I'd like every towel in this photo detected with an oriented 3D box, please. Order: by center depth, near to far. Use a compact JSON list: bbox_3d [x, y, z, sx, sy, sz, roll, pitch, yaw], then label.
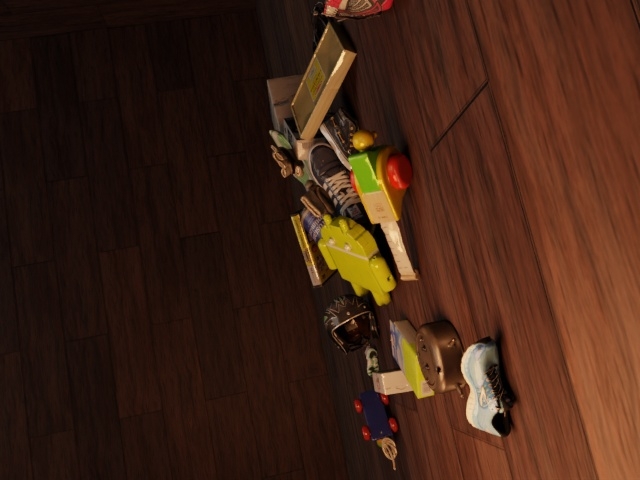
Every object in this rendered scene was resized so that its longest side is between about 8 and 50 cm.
[{"bbox_3d":[-0.038,-0.218,1.762,0.325,0.038,0.248,47,172,37],"label":"towel"}]

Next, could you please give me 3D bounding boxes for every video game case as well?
[{"bbox_3d":[0.000,0.000,1.805,0.275,0.035,0.248,-37,-69,-65],"label":"video game case"}]

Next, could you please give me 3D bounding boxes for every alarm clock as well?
[{"bbox_3d":[0.216,0.215,1.013,0.192,0.064,0.129,-144,44,-84],"label":"alarm clock"}]

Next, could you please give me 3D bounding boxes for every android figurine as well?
[{"bbox_3d":[0.086,0.045,1.346,0.248,0.056,0.273,22,146,50],"label":"android figurine"}]

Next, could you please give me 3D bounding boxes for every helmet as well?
[{"bbox_3d":[0.088,0.240,1.609,0.162,0.169,0.169,64,176,-12],"label":"helmet"}]

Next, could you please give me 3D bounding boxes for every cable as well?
[{"bbox_3d":[0.009,-0.585,1.562,0.184,0.047,0.151,101,152,-64],"label":"cable"}]

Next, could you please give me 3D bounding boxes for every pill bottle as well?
[{"bbox_3d":[0.041,-0.021,1.599,0.219,0.122,0.123,52,159,28],"label":"pill bottle"}]

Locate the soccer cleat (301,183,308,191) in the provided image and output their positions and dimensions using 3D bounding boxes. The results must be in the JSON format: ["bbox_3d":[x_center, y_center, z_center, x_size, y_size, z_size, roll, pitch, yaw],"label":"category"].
[{"bbox_3d":[0.001,-0.177,1.997,0.116,0.108,0.318,-9,89,62],"label":"soccer cleat"}]

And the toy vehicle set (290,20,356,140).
[{"bbox_3d":[-0.001,-0.418,1.415,0.267,0.035,0.166,-59,33,37],"label":"toy vehicle set"}]

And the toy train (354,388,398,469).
[{"bbox_3d":[0.186,0.589,1.615,0.143,0.105,0.248,73,180,-49],"label":"toy train"}]

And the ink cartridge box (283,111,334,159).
[{"bbox_3d":[-0.018,-0.327,1.618,0.333,0.165,0.065,-118,20,-62],"label":"ink cartridge box"}]

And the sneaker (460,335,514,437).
[{"bbox_3d":[0.255,0.215,0.784,0.073,0.063,0.162,24,130,60],"label":"sneaker"}]

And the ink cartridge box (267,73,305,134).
[{"bbox_3d":[-0.088,-0.455,1.949,0.171,0.168,0.233,92,166,-59],"label":"ink cartridge box"}]

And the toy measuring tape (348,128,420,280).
[{"bbox_3d":[0.145,-0.078,1.075,0.330,0.121,0.121,64,179,-24],"label":"toy measuring tape"}]

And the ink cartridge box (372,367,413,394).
[{"bbox_3d":[0.183,0.341,1.307,0.122,0.088,0.052,119,143,-77],"label":"ink cartridge box"}]

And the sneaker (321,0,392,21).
[{"bbox_3d":[0.071,-0.468,1.017,0.299,0.112,0.121,-87,17,-64],"label":"sneaker"}]

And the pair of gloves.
[{"bbox_3d":[-0.040,-0.171,1.498,0.240,0.042,0.204,53,-162,4],"label":"pair of gloves"}]

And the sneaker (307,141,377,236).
[{"bbox_3d":[0.062,-0.121,1.397,0.282,0.099,0.153,61,180,-20],"label":"sneaker"}]

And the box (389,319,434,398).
[{"bbox_3d":[0.204,0.259,1.210,0.178,0.042,0.109,-120,22,-70],"label":"box"}]

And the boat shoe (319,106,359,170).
[{"bbox_3d":[0.077,-0.257,1.396,0.183,0.083,0.065,54,-152,9],"label":"boat shoe"}]

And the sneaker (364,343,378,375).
[{"bbox_3d":[0.162,0.380,1.725,0.069,0.038,0.098,-117,28,-70],"label":"sneaker"}]
